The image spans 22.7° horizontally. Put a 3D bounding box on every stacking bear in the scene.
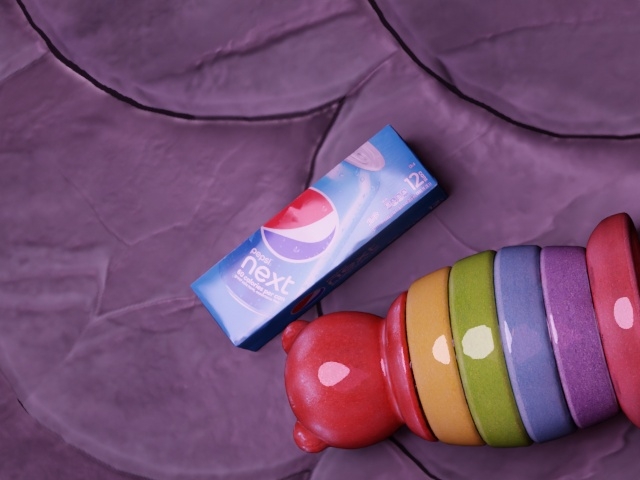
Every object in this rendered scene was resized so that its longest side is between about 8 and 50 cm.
[{"bbox_3d":[0.112,0.090,1.232,0.289,0.164,0.175,-13,80,14],"label":"stacking bear"}]

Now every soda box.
[{"bbox_3d":[0.000,0.000,1.304,0.210,0.071,0.067,-40,77,4],"label":"soda box"}]
